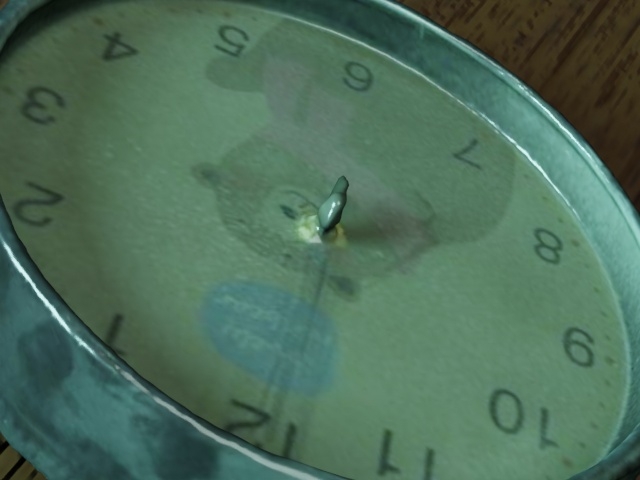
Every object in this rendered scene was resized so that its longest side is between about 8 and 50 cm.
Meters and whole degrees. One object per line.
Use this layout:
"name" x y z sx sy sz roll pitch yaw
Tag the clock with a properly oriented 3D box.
"clock" 0.000 0.000 0.515 0.280 0.055 0.280 18 40 -16
